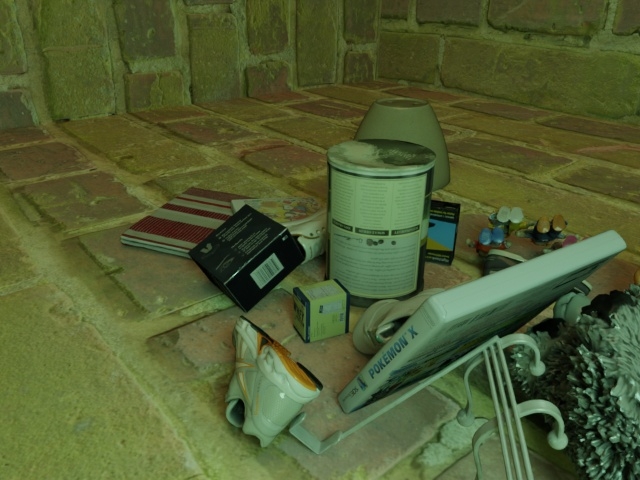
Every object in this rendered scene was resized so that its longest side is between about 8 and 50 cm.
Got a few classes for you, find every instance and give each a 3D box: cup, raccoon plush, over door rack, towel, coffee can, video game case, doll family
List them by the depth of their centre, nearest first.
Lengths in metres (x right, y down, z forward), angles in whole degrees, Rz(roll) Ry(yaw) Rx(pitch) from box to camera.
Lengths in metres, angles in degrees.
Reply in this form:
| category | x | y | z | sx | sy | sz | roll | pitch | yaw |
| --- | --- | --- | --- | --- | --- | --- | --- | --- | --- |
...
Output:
| category | x | y | z | sx | sy | sz | roll | pitch | yaw |
| --- | --- | --- | --- | --- | --- | --- | --- | --- | --- |
| over door rack | 0.099 | 0.248 | 0.569 | 0.325 | 0.108 | 0.239 | -28 | 17 | 20 |
| raccoon plush | 0.303 | 0.248 | 0.630 | 0.216 | 0.299 | 0.446 | 29 | 61 | 1 |
| video game case | 0.209 | 0.115 | 0.743 | 0.329 | 0.299 | 0.036 | -15 | 62 | -30 |
| coffee can | 0.109 | -0.037 | 1.054 | 0.202 | 0.275 | 0.201 | 0 | 26 | 0 |
| doll family | 0.448 | -0.018 | 1.165 | 0.263 | 0.118 | 0.163 | 8 | -12 | 14 |
| video game case | -0.088 | -0.051 | 1.334 | 0.227 | 0.026 | 0.206 | -4 | 31 | -19 |
| towel | -0.301 | -0.046 | 1.356 | 0.237 | 0.037 | 0.329 | 11 | 29 | 16 |
| cup | 0.243 | -0.307 | 1.681 | 0.332 | 0.236 | 0.331 | 1 | 26 | 0 |

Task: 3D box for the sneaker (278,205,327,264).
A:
| category | x | y | z | sx | sy | sz | roll | pitch | yaw |
| --- | --- | --- | --- | --- | --- | --- | --- | --- | --- |
| sneaker | 0.000 | 0.000 | 1.193 | 0.291 | 0.105 | 0.123 | -17 | 31 | -10 |

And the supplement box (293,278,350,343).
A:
| category | x | y | z | sx | sy | sz | roll | pitch | yaw |
| --- | --- | --- | --- | --- | --- | --- | --- | --- | --- |
| supplement box | 0.001 | 0.120 | 0.941 | 0.083 | 0.083 | 0.056 | -10 | 27 | -22 |

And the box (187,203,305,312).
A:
| category | x | y | z | sx | sy | sz | roll | pitch | yaw |
| --- | --- | --- | --- | --- | --- | --- | --- | --- | --- |
| box | -0.144 | 0.030 | 1.057 | 0.156 | 0.093 | 0.158 | -42 | 41 | -16 |

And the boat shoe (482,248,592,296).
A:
| category | x | y | z | sx | sy | sz | roll | pitch | yaw |
| --- | --- | --- | --- | --- | --- | --- | --- | --- | --- |
| boat shoe | 0.425 | 0.080 | 1.087 | 0.206 | 0.075 | 0.064 | 20 | 74 | 26 |

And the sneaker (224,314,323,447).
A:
| category | x | y | z | sx | sy | sz | roll | pitch | yaw |
| --- | --- | --- | --- | --- | --- | --- | --- | --- | --- |
| sneaker | -0.099 | 0.194 | 0.777 | 0.121 | 0.099 | 0.262 | -52 | 19 | -7 |

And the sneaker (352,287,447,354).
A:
| category | x | y | z | sx | sy | sz | roll | pitch | yaw |
| --- | --- | --- | --- | --- | --- | --- | --- | --- | --- |
| sneaker | 0.102 | 0.132 | 0.817 | 0.094 | 0.080 | 0.212 | -28 | -6 | -43 |

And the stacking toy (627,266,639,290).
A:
| category | x | y | z | sx | sy | sz | roll | pitch | yaw |
| --- | --- | --- | --- | --- | --- | --- | --- | --- | --- |
| stacking toy | 0.618 | 0.022 | 0.901 | 0.175 | 0.301 | 0.166 | 23 | 33 | 37 |

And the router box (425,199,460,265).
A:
| category | x | y | z | sx | sy | sz | roll | pitch | yaw |
| --- | --- | --- | --- | --- | --- | --- | --- | --- | --- |
| router box | 0.209 | -0.027 | 1.199 | 0.179 | 0.133 | 0.046 | 10 | 26 | 21 |
